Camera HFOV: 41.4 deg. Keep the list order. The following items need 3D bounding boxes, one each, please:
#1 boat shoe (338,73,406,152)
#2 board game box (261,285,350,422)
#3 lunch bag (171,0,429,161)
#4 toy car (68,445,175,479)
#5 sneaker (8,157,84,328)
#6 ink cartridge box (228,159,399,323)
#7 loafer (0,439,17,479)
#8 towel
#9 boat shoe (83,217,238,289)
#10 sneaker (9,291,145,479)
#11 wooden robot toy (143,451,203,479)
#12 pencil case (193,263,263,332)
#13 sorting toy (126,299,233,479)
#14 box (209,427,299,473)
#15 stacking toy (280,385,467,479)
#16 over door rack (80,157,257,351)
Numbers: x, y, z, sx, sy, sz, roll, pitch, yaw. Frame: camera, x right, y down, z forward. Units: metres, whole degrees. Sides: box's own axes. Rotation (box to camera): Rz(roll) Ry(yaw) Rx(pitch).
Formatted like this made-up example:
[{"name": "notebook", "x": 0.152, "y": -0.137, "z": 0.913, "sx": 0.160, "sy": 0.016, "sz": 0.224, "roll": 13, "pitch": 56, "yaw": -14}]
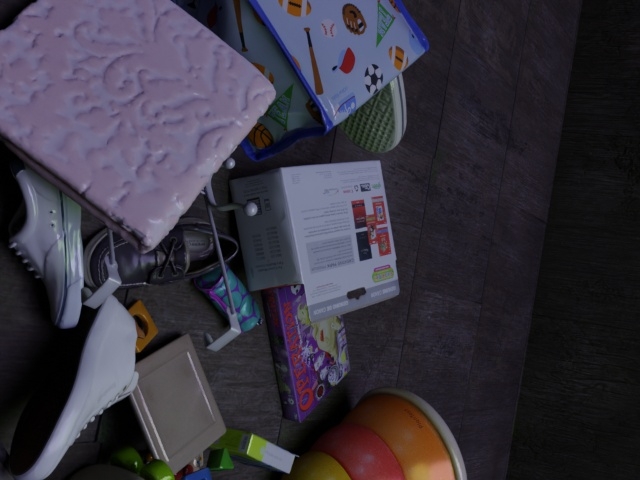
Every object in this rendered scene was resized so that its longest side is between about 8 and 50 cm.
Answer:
[{"name": "boat shoe", "x": 0.074, "y": -0.406, "z": 1.580, "sx": 0.156, "sy": 0.187, "sz": 0.499, "roll": -38, "pitch": 118, "yaw": -43}, {"name": "board game box", "x": -0.027, "y": 0.166, "z": 1.709, "sx": 0.208, "sy": 0.056, "sz": 0.346, "roll": -35, "pitch": 126, "yaw": -45}, {"name": "lunch bag", "x": -0.064, "y": -0.373, "z": 1.343, "sx": 0.328, "sy": 0.239, "sz": 0.385, "roll": -46, "pitch": 111, "yaw": -42}, {"name": "toy car", "x": -0.292, "y": 0.426, "z": 1.231, "sx": 0.155, "sy": 0.149, "sz": 0.188, "roll": -29, "pitch": 116, "yaw": -41}, {"name": "sneaker", "x": -0.362, "y": 0.001, "z": 1.112, "sx": 0.091, "sy": 0.094, "sz": 0.258, "roll": -5, "pitch": 115, "yaw": -20}, {"name": "ink cartridge box", "x": 0.000, "y": 0.000, "z": 1.561, "sx": 0.309, "sy": 0.130, "sz": 0.271, "roll": -10, "pitch": 90, "yaw": -53}, {"name": "loafer", "x": -0.435, "y": 0.274, "z": 1.059, "sx": 0.084, "sy": 0.096, "sz": 0.267, "roll": -77, "pitch": 161, "yaw": -48}, {"name": "towel", "x": -0.256, "y": -0.189, "z": 1.092, "sx": 0.317, "sy": 0.053, "sz": 0.331, "roll": 38, "pitch": 54, "yaw": -7}, {"name": "boat shoe", "x": -0.236, "y": 0.018, "z": 1.295, "sx": 0.285, "sy": 0.092, "sz": 0.102, "roll": -11, "pitch": 105, "yaw": -57}, {"name": "sneaker", "x": -0.307, "y": 0.208, "z": 1.138, "sx": 0.123, "sy": 0.106, "sz": 0.290, "roll": 49, "pitch": 40, "yaw": -31}, {"name": "wooden robot toy", "x": -0.243, "y": 0.346, "z": 1.383, "sx": 0.173, "sy": 0.076, "sz": 0.079, "roll": 7, "pitch": 80, "yaw": -58}, {"name": "pencil case", "x": -0.159, "y": 0.100, "z": 1.463, "sx": 0.151, "sy": 0.065, "sz": 0.070, "roll": 59, "pitch": 29, "yaw": -45}, {"name": "sorting toy", "x": -0.238, "y": 0.259, "z": 1.339, "sx": 0.196, "sy": 0.047, "sz": 0.347, "roll": -31, "pitch": 102, "yaw": -63}, {"name": "box", "x": -0.127, "y": 0.380, "z": 1.533, "sx": 0.178, "sy": 0.109, "sz": 0.042, "roll": 45, "pitch": 55, "yaw": -52}, {"name": "stacking toy", "x": 0.025, "y": 0.515, "z": 1.712, "sx": 0.480, "sy": 0.351, "sz": 0.350, "roll": -11, "pitch": 107, "yaw": -37}, {"name": "over door rack", "x": -0.201, "y": -0.032, "z": 1.188, "sx": 0.240, "sy": 0.108, "sz": 0.324, "roll": 29, "pitch": 44, "yaw": -43}]
